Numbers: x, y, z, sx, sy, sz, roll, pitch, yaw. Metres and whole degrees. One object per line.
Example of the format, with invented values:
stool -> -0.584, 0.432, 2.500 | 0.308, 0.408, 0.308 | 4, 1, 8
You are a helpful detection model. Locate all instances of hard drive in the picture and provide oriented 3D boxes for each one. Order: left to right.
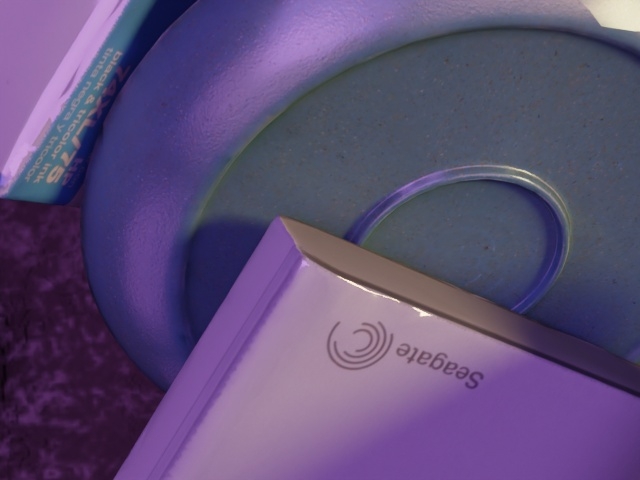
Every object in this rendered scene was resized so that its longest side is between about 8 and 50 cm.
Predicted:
hard drive -> -0.011, 0.179, 0.636 | 0.353, 0.233, 0.047 | -58, 32, 15

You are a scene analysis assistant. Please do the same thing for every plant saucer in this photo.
plant saucer -> 0.056, -0.002, 0.609 | 0.318, 0.317, 0.043 | -29, 41, 11

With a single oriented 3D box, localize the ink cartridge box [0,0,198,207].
ink cartridge box -> -0.114, -0.144, 0.666 | 0.198, 0.270, 0.197 | 34, 97, 14
